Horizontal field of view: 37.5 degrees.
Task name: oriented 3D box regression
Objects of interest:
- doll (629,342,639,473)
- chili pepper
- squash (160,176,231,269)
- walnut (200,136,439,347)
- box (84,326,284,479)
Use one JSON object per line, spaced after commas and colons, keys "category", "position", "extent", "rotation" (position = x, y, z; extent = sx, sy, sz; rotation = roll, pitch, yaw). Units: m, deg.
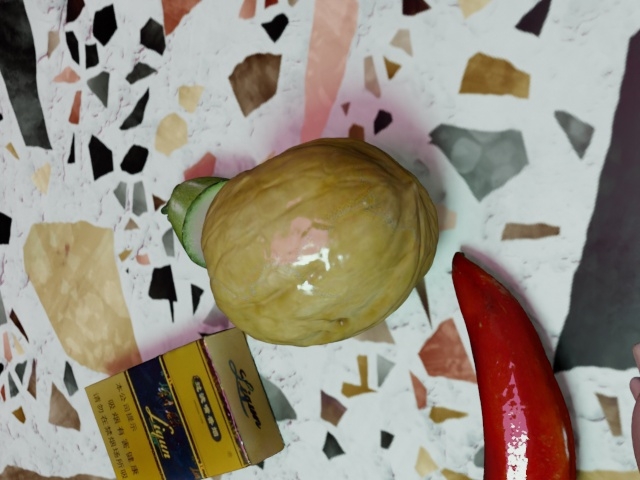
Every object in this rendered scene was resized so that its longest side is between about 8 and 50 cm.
{"category": "doll", "position": [0.291, 0.165, 0.685], "extent": [0.262, 0.093, 0.211], "rotation": [73, 170, -46]}
{"category": "chili pepper", "position": [0.171, 0.199, 0.858], "extent": [0.137, 0.092, 0.368], "rotation": [10, 98, 55]}
{"category": "squash", "position": [-0.135, -0.037, 1.043], "extent": [0.132, 0.105, 0.105], "rotation": [31, 117, 50]}
{"category": "walnut", "position": [0.000, 0.000, 0.868], "extent": [0.222, 0.195, 0.195], "rotation": [-31, 80, 33]}
{"category": "box", "position": [-0.166, 0.208, 1.115], "extent": [0.237, 0.070, 0.152], "rotation": [-24, 83, 40]}
